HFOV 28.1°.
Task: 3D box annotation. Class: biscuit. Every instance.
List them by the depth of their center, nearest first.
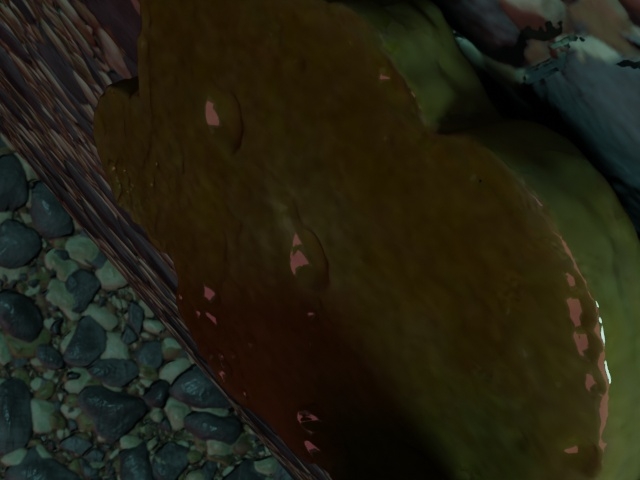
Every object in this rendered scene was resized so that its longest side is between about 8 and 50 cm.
[{"bbox_3d":[0.004,-0.002,0.595,0.376,0.051,0.269,26,130,45],"label":"biscuit"}]
